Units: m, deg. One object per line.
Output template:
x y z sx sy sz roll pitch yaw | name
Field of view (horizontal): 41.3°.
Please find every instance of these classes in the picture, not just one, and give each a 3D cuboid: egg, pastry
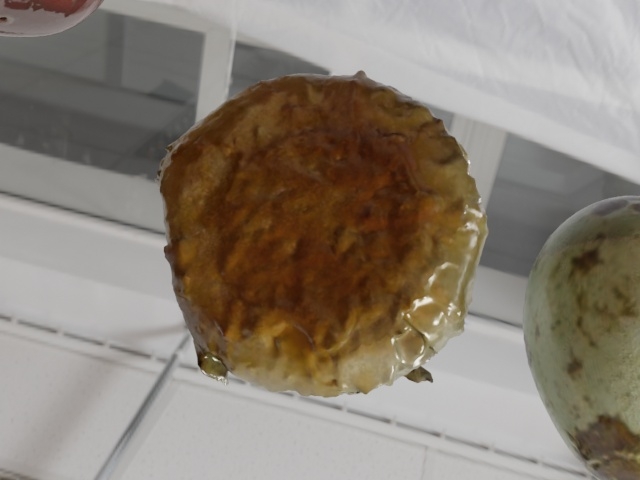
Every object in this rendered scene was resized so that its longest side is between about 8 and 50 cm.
0.244 0.079 0.661 0.169 0.231 0.169 3 167 1 | egg
0.002 -0.006 0.638 0.236 0.257 0.121 -16 163 5 | pastry

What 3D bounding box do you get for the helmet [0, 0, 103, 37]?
-0.184 -0.195 0.558 0.106 0.155 0.175 14 -156 -38 | helmet
